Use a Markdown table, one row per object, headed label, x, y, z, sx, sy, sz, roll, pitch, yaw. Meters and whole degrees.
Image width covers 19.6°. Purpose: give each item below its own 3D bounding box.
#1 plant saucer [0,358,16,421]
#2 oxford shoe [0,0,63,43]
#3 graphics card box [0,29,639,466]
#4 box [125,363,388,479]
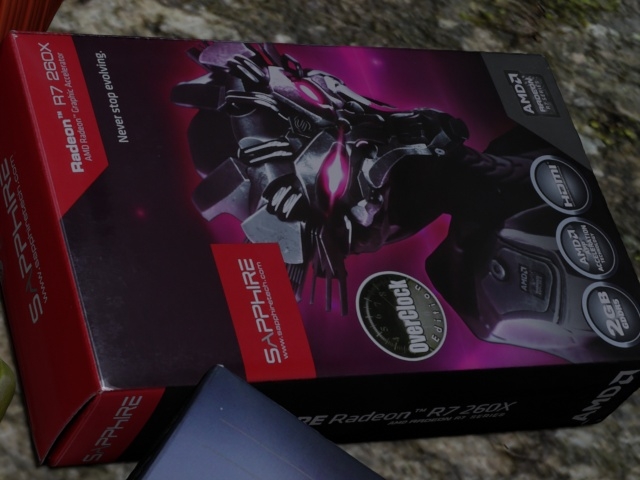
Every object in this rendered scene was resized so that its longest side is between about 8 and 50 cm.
| label | x | y | z | sx | sy | sz | roll | pitch | yaw |
| --- | --- | --- | --- | --- | --- | --- | --- | --- | --- |
| plant saucer | -0.232 | 0.074 | 0.873 | 0.188 | 0.045 | 0.188 | 43 | 42 | -23 |
| oxford shoe | -0.197 | -0.166 | 1.095 | 0.098 | 0.097 | 0.271 | 31 | 38 | 6 |
| graphics card box | 0.000 | 0.000 | 1.071 | 0.371 | 0.094 | 0.233 | 1 | 56 | -30 |
| box | -0.017 | 0.269 | 0.801 | 0.296 | 0.183 | 0.294 | 34 | 48 | -2 |
